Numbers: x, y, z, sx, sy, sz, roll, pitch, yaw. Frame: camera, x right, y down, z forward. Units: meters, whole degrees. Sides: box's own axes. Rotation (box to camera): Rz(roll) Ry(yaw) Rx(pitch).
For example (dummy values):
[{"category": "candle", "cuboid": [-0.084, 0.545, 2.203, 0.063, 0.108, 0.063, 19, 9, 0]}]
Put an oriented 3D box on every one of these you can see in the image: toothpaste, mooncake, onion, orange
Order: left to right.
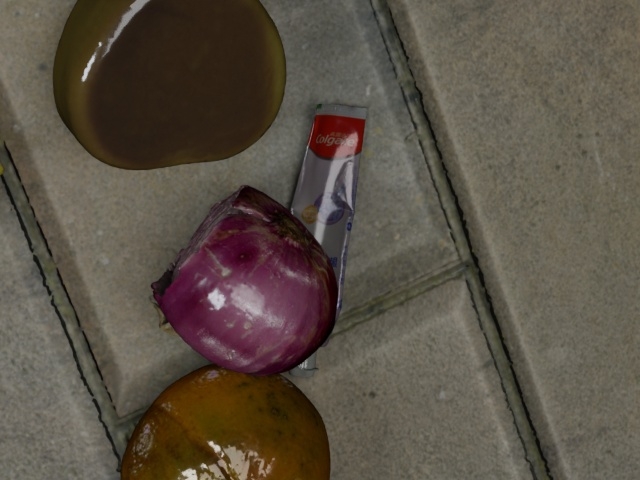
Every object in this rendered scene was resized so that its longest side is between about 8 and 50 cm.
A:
[{"category": "mooncake", "cuboid": [-0.156, -0.189, 1.819, 0.235, 0.117, 0.235, -10, 117, -20]}, {"category": "orange", "cuboid": [-0.096, 0.249, 1.895, 0.240, 0.171, 0.240, -3, 98, -20]}, {"category": "onion", "cuboid": [-0.067, 0.052, 1.849, 0.200, 0.207, 0.200, 1, 85, -8]}, {"category": "toothpaste", "cuboid": [0.000, 0.000, 1.961, 0.075, 0.048, 0.301, 7, 94, -17]}]

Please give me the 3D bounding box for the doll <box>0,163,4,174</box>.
[{"category": "doll", "cuboid": [-0.443, -0.001, 1.758, 0.293, 0.119, 0.138, -42, 67, -10]}]
